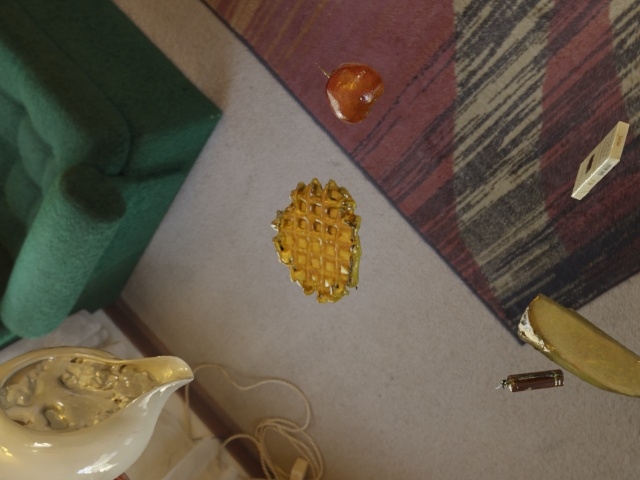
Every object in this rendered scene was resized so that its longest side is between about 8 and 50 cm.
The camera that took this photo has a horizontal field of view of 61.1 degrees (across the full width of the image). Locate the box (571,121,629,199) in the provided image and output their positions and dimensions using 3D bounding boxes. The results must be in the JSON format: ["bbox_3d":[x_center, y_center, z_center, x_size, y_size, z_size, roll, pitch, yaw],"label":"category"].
[{"bbox_3d":[0.565,-0.158,1.104,0.024,0.090,0.167,22,160,9],"label":"box"}]

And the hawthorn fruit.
[{"bbox_3d":[0.062,-0.304,1.115,0.140,0.125,0.125,4,114,13],"label":"hawthorn fruit"}]

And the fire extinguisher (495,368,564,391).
[{"bbox_3d":[0.516,0.346,1.335,0.158,0.043,0.064,-7,147,-1],"label":"fire extinguisher"}]

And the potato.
[{"bbox_3d":[0.539,0.231,1.071,0.255,0.269,0.112,40,105,38],"label":"potato"}]

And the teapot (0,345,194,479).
[{"bbox_3d":[-0.223,0.150,0.451,0.145,0.226,0.092,43,124,48],"label":"teapot"}]

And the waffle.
[{"bbox_3d":[-0.002,0.001,1.261,0.262,0.060,0.281,-44,73,34],"label":"waffle"}]

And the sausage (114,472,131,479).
[{"bbox_3d":[-0.282,0.353,0.764,0.145,0.050,0.048,-1,77,55],"label":"sausage"}]
